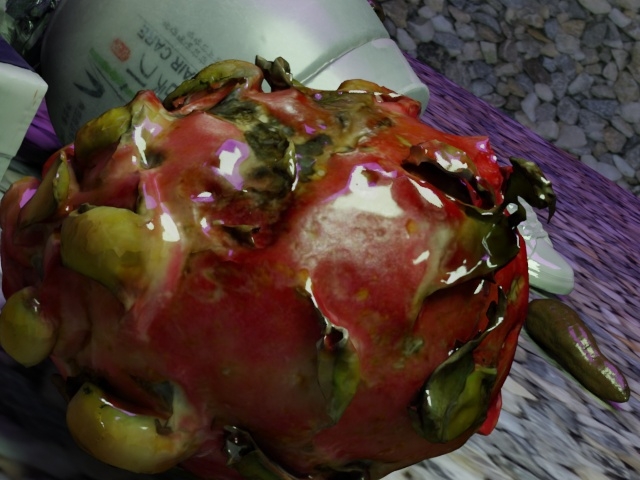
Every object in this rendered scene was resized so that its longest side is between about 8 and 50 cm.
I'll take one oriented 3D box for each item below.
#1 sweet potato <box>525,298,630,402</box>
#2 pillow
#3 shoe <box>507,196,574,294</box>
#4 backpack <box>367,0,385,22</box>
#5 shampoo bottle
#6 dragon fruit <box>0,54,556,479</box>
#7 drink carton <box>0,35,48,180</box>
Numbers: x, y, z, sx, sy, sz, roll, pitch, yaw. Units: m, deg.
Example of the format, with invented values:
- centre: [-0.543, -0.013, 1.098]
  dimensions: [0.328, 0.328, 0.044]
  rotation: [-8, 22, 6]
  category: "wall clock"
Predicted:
- centre: [0.279, 0.114, 1.319]
  dimensions: [0.053, 0.054, 0.182]
  rotation: [7, 30, -35]
  category: "sweet potato"
- centre: [-0.286, -0.221, 1.113]
  dimensions: [0.092, 0.161, 0.335]
  rotation: [40, 11, -26]
  category: "pillow"
- centre: [0.242, -0.036, 1.592]
  dimensions: [0.265, 0.110, 0.095]
  rotation: [35, 16, 22]
  category: "shoe"
- centre: [-0.117, -0.297, 1.315]
  dimensions: [0.353, 0.201, 0.378]
  rotation: [50, 8, 34]
  category: "backpack"
- centre: [-0.071, -0.120, 0.997]
  dimensions: [0.266, 0.273, 0.273]
  rotation: [45, 19, 12]
  category: "shampoo bottle"
- centre: [-0.036, 0.029, 0.675]
  dimensions: [0.291, 0.250, 0.269]
  rotation: [4, 21, -27]
  category: "dragon fruit"
- centre: [-0.329, -0.146, 0.925]
  dimensions: [0.134, 0.101, 0.222]
  rotation: [10, 27, -47]
  category: "drink carton"
